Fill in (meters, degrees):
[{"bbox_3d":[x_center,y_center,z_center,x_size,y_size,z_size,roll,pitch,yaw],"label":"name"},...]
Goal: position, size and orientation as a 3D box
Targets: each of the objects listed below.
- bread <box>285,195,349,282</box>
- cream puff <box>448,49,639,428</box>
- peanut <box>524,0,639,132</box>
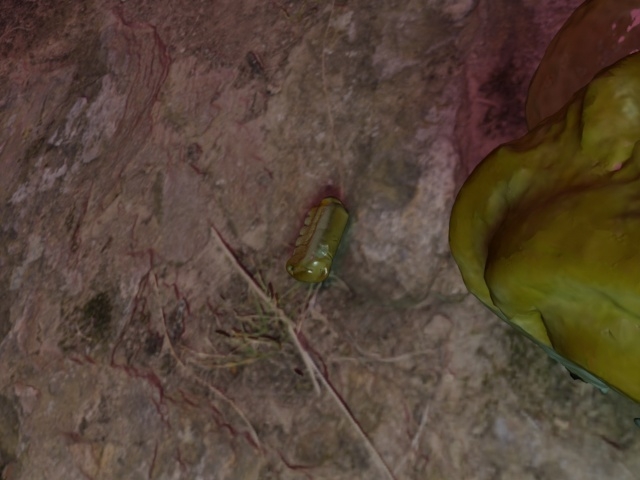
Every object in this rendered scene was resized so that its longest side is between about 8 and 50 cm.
[{"bbox_3d":[0.000,0.000,0.705,0.049,0.034,0.088,-9,52,46],"label":"bread"},{"bbox_3d":[0.242,-0.010,0.398,0.323,0.274,0.269,31,90,39],"label":"cream puff"},{"bbox_3d":[0.283,-0.177,0.567,0.313,0.149,0.149,-46,48,5],"label":"peanut"}]
